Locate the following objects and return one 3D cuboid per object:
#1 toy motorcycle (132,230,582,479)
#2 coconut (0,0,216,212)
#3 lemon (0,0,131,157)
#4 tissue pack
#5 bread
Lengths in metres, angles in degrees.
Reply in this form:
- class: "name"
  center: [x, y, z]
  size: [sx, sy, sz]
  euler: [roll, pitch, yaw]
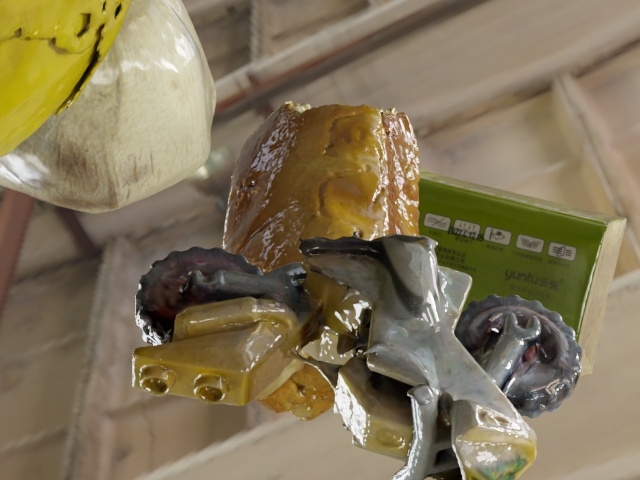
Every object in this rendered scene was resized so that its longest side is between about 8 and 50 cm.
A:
- class: "toy motorcycle"
  center: [0.016, 0.064, 0.728]
  size: [0.229, 0.094, 0.130]
  euler: [9, -131, 0]
- class: "coconut"
  center: [-0.181, -0.114, 1.153]
  size: [0.224, 0.224, 0.224]
  euler: [-23, -154, 12]
- class: "lemon"
  center: [-0.223, -0.153, 0.682]
  size: [0.297, 0.297, 0.297]
  euler: [-23, -154, 12]
- class: "tissue pack"
  center: [0.203, 0.038, 1.777]
  size: [0.274, 0.200, 0.167]
  euler: [15, -173, 21]
- class: "bread"
  center: [-0.006, -0.002, 1.392]
  size: [0.195, 0.149, 0.344]
  euler: [-30, -143, 26]
